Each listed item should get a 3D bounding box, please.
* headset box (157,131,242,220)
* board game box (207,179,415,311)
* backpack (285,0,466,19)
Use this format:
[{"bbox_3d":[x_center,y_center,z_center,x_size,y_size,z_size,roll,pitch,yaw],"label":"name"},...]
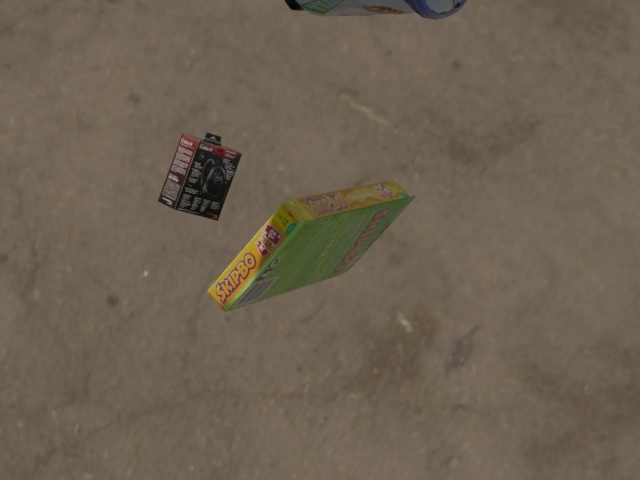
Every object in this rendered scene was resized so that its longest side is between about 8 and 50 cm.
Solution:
[{"bbox_3d":[-0.121,-0.068,1.328,0.032,0.083,0.062,24,7,42],"label":"headset box"},{"bbox_3d":[0.000,0.000,1.296,0.039,0.124,0.259,49,26,16],"label":"board game box"},{"bbox_3d":[0.058,-0.287,0.907,0.213,0.263,0.276,15,30,24],"label":"backpack"}]
